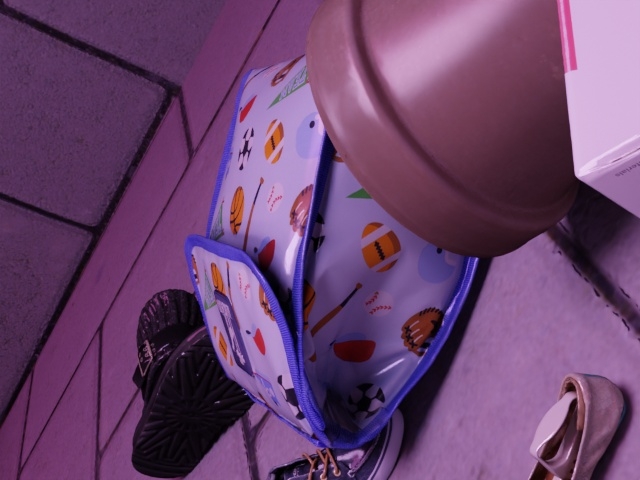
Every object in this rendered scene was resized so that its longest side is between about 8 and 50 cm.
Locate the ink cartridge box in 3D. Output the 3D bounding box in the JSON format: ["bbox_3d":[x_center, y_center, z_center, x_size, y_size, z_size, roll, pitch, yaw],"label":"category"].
[{"bbox_3d":[0.243,-0.065,0.495,0.092,0.218,0.159,-34,39,42],"label":"ink cartridge box"}]

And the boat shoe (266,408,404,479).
[{"bbox_3d":[0.007,0.233,0.885,0.183,0.083,0.065,-57,25,19],"label":"boat shoe"}]

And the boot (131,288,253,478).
[{"bbox_3d":[-0.190,0.159,1.313,0.348,0.131,0.260,-51,28,32],"label":"boot"}]

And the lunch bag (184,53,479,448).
[{"bbox_3d":[0.000,0.000,0.942,0.328,0.239,0.385,11,87,68],"label":"lunch bag"}]

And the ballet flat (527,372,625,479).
[{"bbox_3d":[0.166,0.174,0.641,0.057,0.052,0.168,15,82,66],"label":"ballet flat"}]

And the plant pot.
[{"bbox_3d":[0.157,-0.152,0.665,0.229,0.263,0.263,-38,36,42],"label":"plant pot"}]
